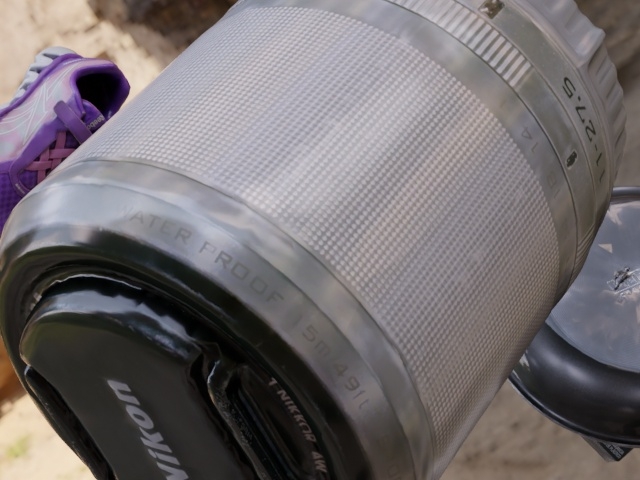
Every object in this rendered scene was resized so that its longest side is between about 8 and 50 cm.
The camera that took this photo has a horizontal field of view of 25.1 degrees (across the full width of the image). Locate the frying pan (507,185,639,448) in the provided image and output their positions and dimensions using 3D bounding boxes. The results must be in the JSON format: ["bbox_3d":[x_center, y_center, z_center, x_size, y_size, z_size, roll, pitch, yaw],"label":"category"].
[{"bbox_3d":[0.202,-0.014,0.959,0.197,0.053,0.326,-3,56,2],"label":"frying pan"}]

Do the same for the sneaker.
[{"bbox_3d":[-0.257,-0.096,1.357,0.104,0.095,0.236,3,49,33],"label":"sneaker"}]

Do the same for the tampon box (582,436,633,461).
[{"bbox_3d":[0.282,0.107,1.324,0.161,0.120,0.101,-46,-10,-2],"label":"tampon box"}]

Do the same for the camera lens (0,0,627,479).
[{"bbox_3d":[0.000,0.000,0.684,0.219,0.219,0.274,-18,24,49],"label":"camera lens"}]
